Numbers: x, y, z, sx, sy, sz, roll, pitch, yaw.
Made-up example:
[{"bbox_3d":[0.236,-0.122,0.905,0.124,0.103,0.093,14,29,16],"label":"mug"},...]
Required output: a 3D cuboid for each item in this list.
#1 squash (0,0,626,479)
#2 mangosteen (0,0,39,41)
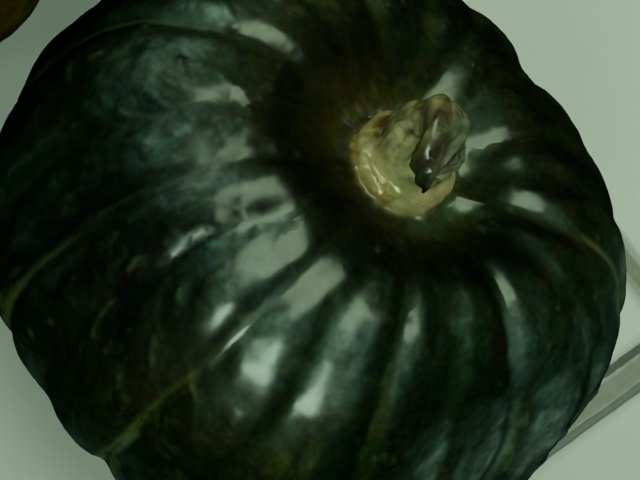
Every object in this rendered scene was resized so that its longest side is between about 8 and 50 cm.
[{"bbox_3d":[-0.003,0.001,0.582,0.218,0.172,0.218,32,27,-19],"label":"squash"},{"bbox_3d":[-0.147,-0.196,0.534,0.307,0.307,0.347,15,36,-14],"label":"mangosteen"}]
